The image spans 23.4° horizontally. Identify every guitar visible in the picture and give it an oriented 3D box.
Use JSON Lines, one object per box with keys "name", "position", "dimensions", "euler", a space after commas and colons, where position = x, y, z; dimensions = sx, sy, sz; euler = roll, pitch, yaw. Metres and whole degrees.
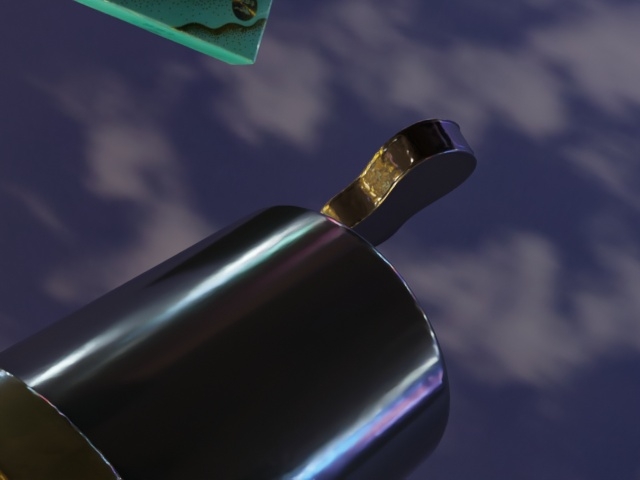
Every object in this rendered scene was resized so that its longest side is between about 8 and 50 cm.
{"name": "guitar", "position": [0.000, 0.002, 1.149], "dimensions": [0.271, 0.084, 0.038], "euler": [-38, -114, 26]}

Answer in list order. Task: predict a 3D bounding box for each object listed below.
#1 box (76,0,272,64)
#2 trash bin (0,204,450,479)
{"name": "box", "position": [-0.088, -0.257, 1.103], "dimensions": [0.161, 0.042, 0.226], "euler": [19, -96, -32]}
{"name": "trash bin", "position": [-0.102, 0.131, 0.792], "dimensions": [0.214, 0.214, 0.334], "euler": [46, -130, 15]}
